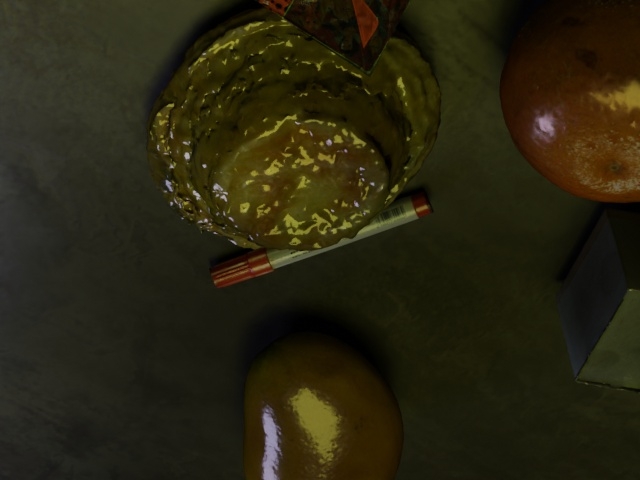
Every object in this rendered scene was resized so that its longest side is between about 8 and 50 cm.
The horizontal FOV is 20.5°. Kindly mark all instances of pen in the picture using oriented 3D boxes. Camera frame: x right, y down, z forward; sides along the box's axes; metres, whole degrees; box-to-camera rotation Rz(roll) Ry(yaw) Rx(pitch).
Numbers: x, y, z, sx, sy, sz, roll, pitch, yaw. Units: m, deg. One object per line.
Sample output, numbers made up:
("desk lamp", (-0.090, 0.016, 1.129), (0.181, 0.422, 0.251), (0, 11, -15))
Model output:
("pen", (0.000, 0.000, 1.796), (0.239, 0.028, 0.028), (-20, 134, 10))

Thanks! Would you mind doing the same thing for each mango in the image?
("mango", (0.004, 0.208, 1.929), (0.176, 0.139, 0.254), (-6, 129, -12))

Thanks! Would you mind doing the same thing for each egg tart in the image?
("egg tart", (-0.019, -0.085, 1.641), (0.294, 0.123, 0.294), (-5, 132, -6))

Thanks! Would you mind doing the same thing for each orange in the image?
("orange", (0.271, -0.136, 1.606), (0.224, 0.170, 0.224), (9, 148, 6))

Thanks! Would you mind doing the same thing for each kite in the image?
("kite", (0.028, -0.203, 1.552), (0.222, 0.008, 0.125), (-14, 91, 3))

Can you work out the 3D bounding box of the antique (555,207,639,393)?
("antique", (0.342, 0.061, 1.826), (0.152, 0.148, 0.146), (9, 132, -17))
